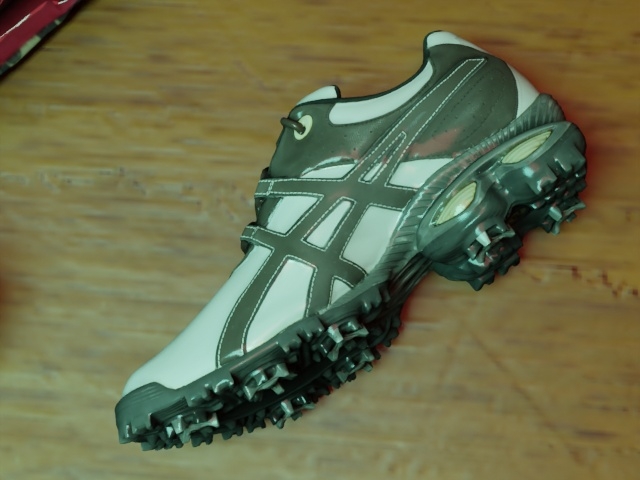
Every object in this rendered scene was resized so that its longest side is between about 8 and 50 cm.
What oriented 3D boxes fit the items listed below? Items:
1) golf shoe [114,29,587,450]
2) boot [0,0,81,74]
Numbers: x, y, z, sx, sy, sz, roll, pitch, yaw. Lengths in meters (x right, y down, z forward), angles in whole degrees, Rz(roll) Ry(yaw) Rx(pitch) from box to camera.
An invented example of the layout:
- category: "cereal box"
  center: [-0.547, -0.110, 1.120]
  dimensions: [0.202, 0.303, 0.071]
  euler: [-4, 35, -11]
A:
- category: "golf shoe"
  center: [0.000, 0.000, 0.396]
  dimensions: [0.198, 0.077, 0.094]
  euler: [-34, 71, -6]
- category: "boot"
  center: [-0.174, -0.230, 0.399]
  dimensions: [0.284, 0.138, 0.377]
  euler: [44, 92, 9]
